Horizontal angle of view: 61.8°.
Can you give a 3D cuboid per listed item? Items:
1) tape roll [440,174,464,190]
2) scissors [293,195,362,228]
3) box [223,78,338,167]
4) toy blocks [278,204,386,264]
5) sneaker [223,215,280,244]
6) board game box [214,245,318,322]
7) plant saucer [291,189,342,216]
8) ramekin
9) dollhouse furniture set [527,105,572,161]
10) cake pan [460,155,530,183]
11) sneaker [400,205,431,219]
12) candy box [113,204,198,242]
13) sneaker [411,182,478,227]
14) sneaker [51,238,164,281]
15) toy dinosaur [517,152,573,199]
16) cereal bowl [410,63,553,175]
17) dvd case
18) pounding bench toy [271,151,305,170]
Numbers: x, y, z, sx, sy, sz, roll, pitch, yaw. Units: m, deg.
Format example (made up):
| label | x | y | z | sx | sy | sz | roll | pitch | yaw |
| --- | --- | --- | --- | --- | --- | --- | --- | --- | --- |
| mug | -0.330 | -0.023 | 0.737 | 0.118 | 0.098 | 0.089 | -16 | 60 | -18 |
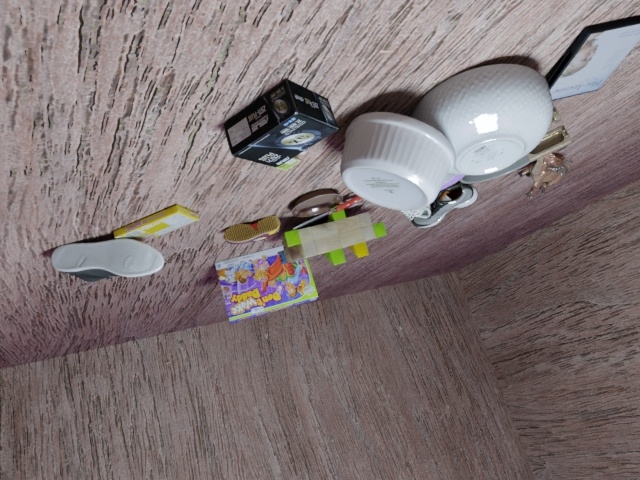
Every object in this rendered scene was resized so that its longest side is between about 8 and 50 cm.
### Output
| label | x | y | z | sx | sy | sz | roll | pitch | yaw |
| --- | --- | --- | --- | --- | --- | --- | --- | --- | --- |
| tape roll | 0.301 | -0.210 | 1.593 | 0.275 | 0.090 | 0.275 | -17 | 165 | -5 |
| scissors | 0.048 | -0.102 | 1.713 | 0.297 | 0.021 | 0.109 | -22 | 176 | -35 |
| box | -0.082 | -0.234 | 1.103 | 0.180 | 0.077 | 0.147 | -26 | 163 | 30 |
| toy blocks | 0.000 | 0.000 | 1.895 | 0.382 | 0.190 | 0.261 | -15 | 178 | -30 |
| sneaker | -0.218 | -0.020 | 1.727 | 0.186 | 0.069 | 0.084 | -14 | 159 | -9 |
| board game box | -0.208 | 0.160 | 2.066 | 0.348 | 0.233 | 0.078 | -15 | 165 | -11 |
| plant saucer | -0.014 | -0.120 | 1.678 | 0.169 | 0.029 | 0.168 | -17 | 166 | -4 |
| ramekin | 0.171 | -0.172 | 1.258 | 0.273 | 0.127 | 0.273 | 19 | 165 | 5 |
| dollhouse furniture set | 0.559 | -0.306 | 1.417 | 0.144 | 0.151 | 0.123 | -26 | 162 | 24 |
| cake pan | 0.587 | -0.274 | 1.746 | 0.294 | 0.054 | 0.293 | -16 | 165 | -5 |
| sneaker | 0.322 | -0.123 | 1.915 | 0.258 | 0.091 | 0.094 | -2 | 159 | -44 |
| candy box | -0.451 | -0.041 | 1.473 | 0.206 | 0.027 | 0.105 | -20 | 166 | 13 |
| sneaker | 0.453 | -0.140 | 2.022 | 0.272 | 0.100 | 0.108 | -33 | 150 | 28 |
| sneaker | -0.579 | 0.060 | 1.508 | 0.296 | 0.104 | 0.147 | 1 | 167 | -2 |
| toy dinosaur | 0.851 | -0.262 | 1.969 | 0.296 | 0.127 | 0.200 | -10 | 157 | -46 |
| cereal bowl | 0.393 | -0.257 | 1.292 | 0.340 | 0.141 | 0.339 | -6 | 157 | -2 |
| dvd case | 0.652 | -0.429 | 1.284 | 0.181 | 0.022 | 0.253 | -15 | 160 | -10 |
| pounding bench toy | -0.075 | -0.209 | 1.220 | 0.083 | 0.065 | 0.052 | -27 | 161 | 31 |
